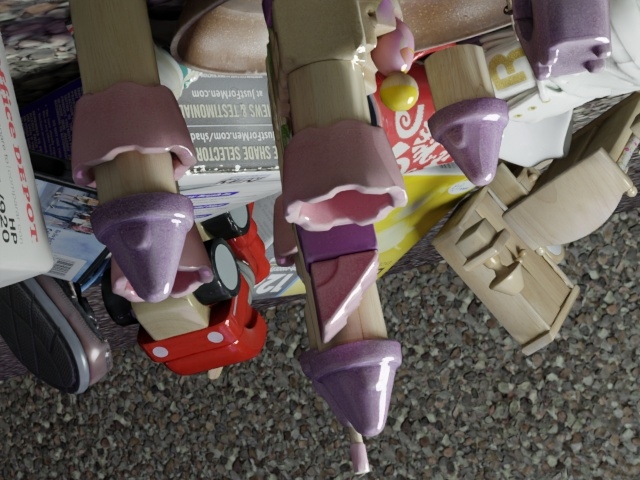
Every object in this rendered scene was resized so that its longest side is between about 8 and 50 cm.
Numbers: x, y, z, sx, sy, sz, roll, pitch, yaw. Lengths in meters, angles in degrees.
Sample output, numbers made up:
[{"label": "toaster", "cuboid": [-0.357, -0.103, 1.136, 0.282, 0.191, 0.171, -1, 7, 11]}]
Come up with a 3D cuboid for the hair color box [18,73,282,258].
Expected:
[{"label": "hair color box", "cuboid": [-0.168, -0.060, 1.423, 0.185, 0.110, 0.339, -5, 171, -45]}]

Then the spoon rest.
[{"label": "spoon rest", "cuboid": [0.200, -0.120, 1.728, 0.137, 0.084, 0.276, -16, 174, 22]}]

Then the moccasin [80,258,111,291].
[{"label": "moccasin", "cuboid": [-0.362, 0.060, 1.999, 0.342, 0.116, 0.138, -7, 171, -41]}]

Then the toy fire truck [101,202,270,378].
[{"label": "toy fire truck", "cuboid": [-0.107, 0.056, 1.685, 0.158, 0.217, 0.246, -16, 131, 21]}]

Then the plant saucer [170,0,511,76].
[{"label": "plant saucer", "cuboid": [0.050, -0.174, 1.135, 0.311, 0.050, 0.310, -14, 173, -2]}]

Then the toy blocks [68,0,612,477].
[{"label": "toy blocks", "cuboid": [0.022, -0.015, 1.014, 0.309, 0.260, 0.288, -10, 163, -4]}]

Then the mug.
[{"label": "mug", "cuboid": [0.076, -0.109, 1.487, 0.150, 0.113, 0.169, -17, 176, 43]}]

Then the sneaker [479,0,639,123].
[{"label": "sneaker", "cuboid": [0.202, -0.147, 1.404, 0.169, 0.108, 0.292, -18, 174, 15]}]

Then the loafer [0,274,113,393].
[{"label": "loafer", "cuboid": [-0.271, 0.036, 1.629, 0.095, 0.109, 0.302, -23, -141, -31]}]

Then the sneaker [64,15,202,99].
[{"label": "sneaker", "cuboid": [-0.114, -0.115, 1.196, 0.057, 0.075, 0.161, -16, 172, 26]}]

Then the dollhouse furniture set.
[{"label": "dollhouse furniture set", "cuboid": [0.321, -0.048, 1.916, 0.355, 0.174, 0.303, -35, -170, 36]}]

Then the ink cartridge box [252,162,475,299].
[{"label": "ink cartridge box", "cuboid": [0.000, 0.000, 1.953, 0.304, 0.072, 0.307, -6, 144, -53]}]

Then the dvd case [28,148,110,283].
[{"label": "dvd case", "cuboid": [-0.268, -0.035, 1.278, 0.253, 0.022, 0.180, 16, 154, -18]}]

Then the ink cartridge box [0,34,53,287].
[{"label": "ink cartridge box", "cuboid": [-0.291, -0.046, 1.025, 0.168, 0.171, 0.233, -14, 174, 13]}]
